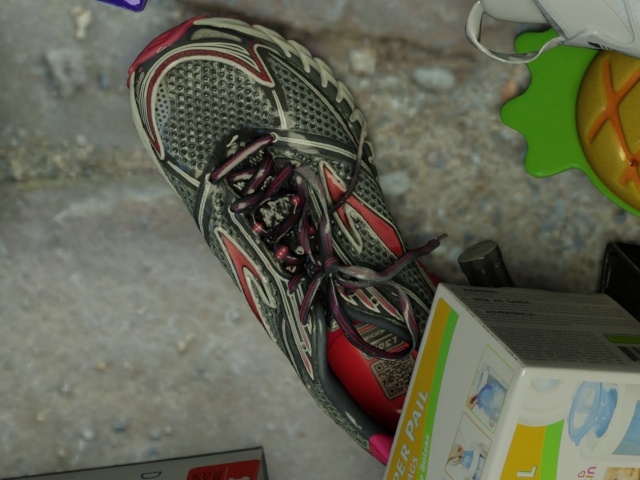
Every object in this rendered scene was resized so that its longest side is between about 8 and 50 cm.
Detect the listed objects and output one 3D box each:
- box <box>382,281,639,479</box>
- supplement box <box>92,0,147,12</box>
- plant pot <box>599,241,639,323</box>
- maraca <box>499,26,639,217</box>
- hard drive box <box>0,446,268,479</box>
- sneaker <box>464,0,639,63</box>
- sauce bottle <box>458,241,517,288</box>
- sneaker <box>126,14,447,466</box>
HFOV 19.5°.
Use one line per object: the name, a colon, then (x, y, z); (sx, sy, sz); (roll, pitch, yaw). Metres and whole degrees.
box: (0.106, 0.138, 1.012); (0.114, 0.103, 0.203); (4, 112, -25)
supplement box: (-0.112, -0.249, 1.003); (0.114, 0.111, 0.220); (16, 107, -2)
plant pot: (0.260, 0.115, 1.071); (0.167, 0.187, 0.188); (0, 108, -11)
maraca: (0.192, -0.073, 1.054); (0.186, 0.099, 0.127); (15, 97, 24)
hard drive box: (-0.147, 0.210, 1.111); (0.232, 0.181, 0.089); (-7, 105, 4)
sneaker: (0.174, -0.259, 0.967); (0.210, 0.137, 0.366); (2, 90, 18)
sauce bottle: (0.120, 0.062, 1.126); (0.042, 0.042, 0.128); (-22, 103, 9)
sneaker: (0.000, 0.000, 1.075); (0.121, 0.112, 0.299); (-35, 102, 12)
